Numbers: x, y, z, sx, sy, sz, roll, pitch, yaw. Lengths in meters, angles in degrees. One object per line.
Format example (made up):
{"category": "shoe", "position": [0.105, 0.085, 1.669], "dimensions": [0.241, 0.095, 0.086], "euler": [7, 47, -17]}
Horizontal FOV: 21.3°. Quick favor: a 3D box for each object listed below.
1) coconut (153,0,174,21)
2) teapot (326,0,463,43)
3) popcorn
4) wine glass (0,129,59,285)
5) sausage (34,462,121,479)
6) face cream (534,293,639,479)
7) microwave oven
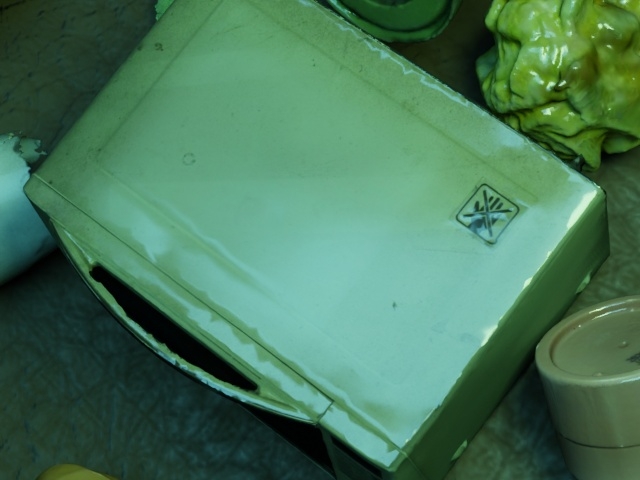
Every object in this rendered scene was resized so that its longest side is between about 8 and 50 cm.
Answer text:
{"category": "coconut", "position": [-0.096, -0.248, 1.647], "dimensions": [0.158, 0.055, 0.133], "euler": [-44, 73, -5]}
{"category": "teapot", "position": [0.136, -0.334, 1.533], "dimensions": [0.337, 0.270, 0.200], "euler": [-39, 96, -29]}
{"category": "popcorn", "position": [0.227, -0.160, 1.492], "dimensions": [0.185, 0.187, 0.167], "euler": [-19, 42, -9]}
{"category": "wine glass", "position": [-0.389, 0.011, 1.582], "dimensions": [0.321, 0.143, 0.143], "euler": [-22, 72, 3]}
{"category": "sausage", "position": [-0.166, 0.292, 1.465], "dimensions": [0.241, 0.136, 0.120], "euler": [36, 57, 20]}
{"category": "face cream", "position": [0.260, 0.123, 1.404], "dimensions": [0.149, 0.149, 0.104], "euler": [-17, 111, 5]}
{"category": "microwave oven", "position": [0.000, 0.000, 1.458], "dimensions": [0.394, 0.247, 0.333], "euler": [36, 82, 17]}
